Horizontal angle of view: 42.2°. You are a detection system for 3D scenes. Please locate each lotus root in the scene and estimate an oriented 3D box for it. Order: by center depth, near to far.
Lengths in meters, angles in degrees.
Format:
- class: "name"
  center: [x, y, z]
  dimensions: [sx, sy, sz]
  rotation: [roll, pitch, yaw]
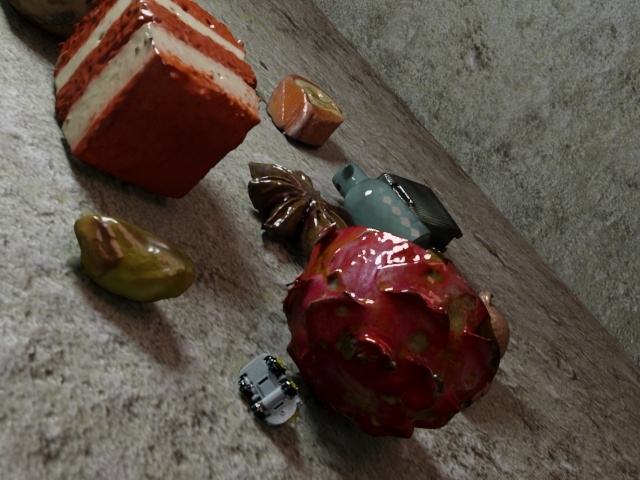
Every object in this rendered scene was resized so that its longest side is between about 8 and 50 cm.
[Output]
- class: "lotus root"
  center: [-0.478, -0.532, 1.598]
  dimensions: [0.249, 0.316, 0.316]
  rotation: [8, 40, -34]

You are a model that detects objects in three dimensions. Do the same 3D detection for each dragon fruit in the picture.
- class: "dragon fruit"
  center: [0.088, 0.171, 1.369]
  dimensions: [0.386, 0.371, 0.249]
  rotation: [45, 57, -3]

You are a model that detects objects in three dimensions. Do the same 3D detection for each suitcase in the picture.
- class: "suitcase"
  center: [0.255, -0.067, 2.317]
  dimensions: [0.312, 0.128, 0.202]
  rotation: [13, 39, -54]

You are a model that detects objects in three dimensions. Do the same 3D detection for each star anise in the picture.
- class: "star anise"
  center: [-0.040, -0.064, 1.800]
  dimensions: [0.315, 0.108, 0.315]
  rotation: [34, 21, -14]

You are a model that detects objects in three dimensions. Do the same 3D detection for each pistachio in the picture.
- class: "pistachio"
  center: [-0.279, 0.030, 1.217]
  dimensions: [0.189, 0.100, 0.110]
  rotation: [26, 1, -12]

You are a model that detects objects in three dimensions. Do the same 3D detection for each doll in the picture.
- class: "doll"
  center: [0.332, 0.259, 1.917]
  dimensions: [0.303, 0.156, 0.201]
  rotation: [-44, 132, -51]

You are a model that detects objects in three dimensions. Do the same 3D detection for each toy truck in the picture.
- class: "toy truck"
  center: [-0.070, 0.234, 1.276]
  dimensions: [0.111, 0.076, 0.077]
  rotation: [56, 4, 22]

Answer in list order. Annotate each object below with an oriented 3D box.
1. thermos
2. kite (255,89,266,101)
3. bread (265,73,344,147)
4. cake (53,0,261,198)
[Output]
- class: "thermos"
  center: [0.143, -0.068, 2.113]
  dimensions: [0.287, 0.145, 0.182]
  rotation: [52, -10, 18]
- class: "kite"
  center: [-0.231, -0.456, 2.277]
  dimensions: [0.241, 0.014, 0.183]
  rotation: [37, 24, -24]
- class: "bread"
  center: [-0.035, -0.357, 2.312]
  dimensions: [0.190, 0.123, 0.244]
  rotation: [54, 21, 23]
- class: "cake"
  center: [-0.293, -0.266, 1.477]
  dimensions: [0.270, 0.269, 0.320]
  rotation: [28, 29, -39]
